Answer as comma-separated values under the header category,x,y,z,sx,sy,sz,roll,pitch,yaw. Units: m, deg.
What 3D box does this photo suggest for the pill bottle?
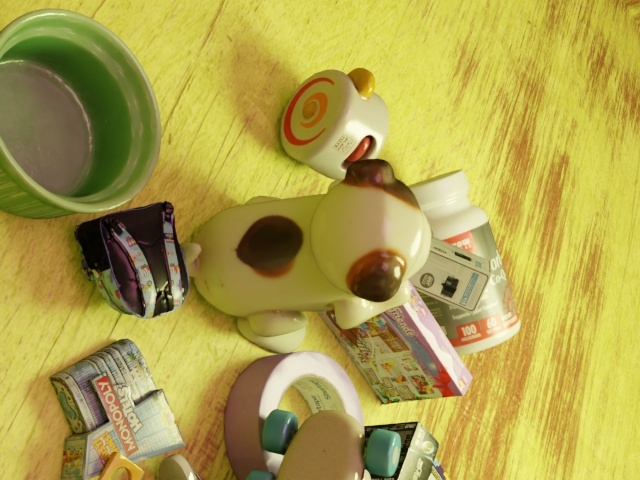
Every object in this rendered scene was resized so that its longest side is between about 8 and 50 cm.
category,x,y,z,sx,sy,sz,roll,pitch,yaw
pill bottle,0.275,0.048,2.167,0.210,0.210,0.363,-24,98,-49

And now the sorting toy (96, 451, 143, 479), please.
category,x,y,z,sx,sy,sz,roll,pitch,yaw
sorting toy,-0.338,0.467,1.430,0.196,0.047,0.348,34,66,-41

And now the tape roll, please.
category,x,y,z,sx,sy,sz,roll,pitch,yaw
tape roll,-0.042,0.336,1.819,0.275,0.090,0.275,18,66,-45

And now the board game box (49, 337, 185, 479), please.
category,x,y,z,sx,sy,sz,roll,pitch,yaw
board game box,-0.321,0.272,1.545,0.194,0.060,0.194,-30,102,-49

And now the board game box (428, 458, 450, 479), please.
category,x,y,z,sx,sy,sz,roll,pitch,yaw
board game box,0.205,0.515,2.078,0.170,0.048,0.141,57,46,-21

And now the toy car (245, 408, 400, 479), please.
category,x,y,z,sx,sy,sz,roll,pitch,yaw
toy car,0.018,0.418,1.687,0.238,0.219,0.210,71,31,-52

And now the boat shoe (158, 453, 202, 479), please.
category,x,y,z,sx,sy,sz,roll,pitch,yaw
boat shoe,-0.194,0.431,1.637,0.070,0.078,0.219,-34,113,-47

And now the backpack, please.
category,x,y,z,sx,sy,sz,roll,pitch,yaw
backpack,-0.291,0.039,1.601,0.158,0.117,0.173,-19,93,-49

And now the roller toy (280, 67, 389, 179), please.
category,x,y,z,sx,sy,sz,roll,pitch,yaw
roller toy,0.024,-0.226,1.970,0.146,0.209,0.191,27,66,-40

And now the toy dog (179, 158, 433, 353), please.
category,x,y,z,sx,sy,sz,roll,pitch,yaw
toy dog,0.000,0.000,1.718,0.395,0.408,0.284,26,60,-42

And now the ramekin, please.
category,x,y,z,sx,sy,sz,roll,pitch,yaw
ramekin,-0.400,-0.175,1.516,0.303,0.148,0.303,16,68,-45

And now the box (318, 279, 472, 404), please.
category,x,y,z,sx,sy,sz,roll,pitch,yaw
box,0.137,0.190,1.978,0.293,0.201,0.057,56,44,-22

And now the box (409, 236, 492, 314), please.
category,x,y,z,sx,sy,sz,roll,pitch,yaw
box,0.184,0.034,1.987,0.169,0.290,0.087,-36,149,-78

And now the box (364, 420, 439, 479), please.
category,x,y,z,sx,sy,sz,roll,pitch,yaw
box,0.113,0.422,1.898,0.077,0.180,0.147,49,47,-28
